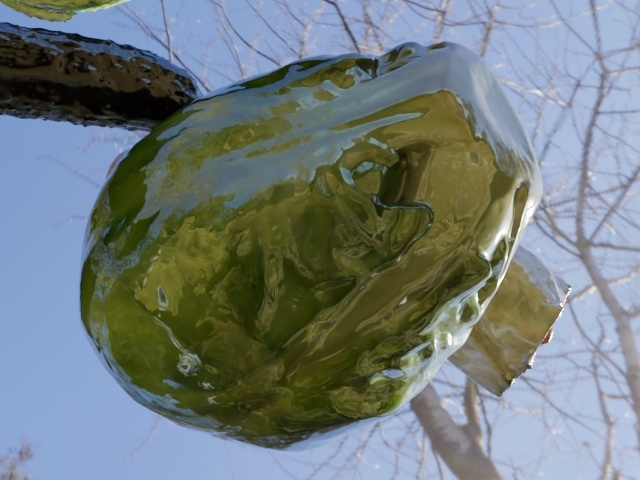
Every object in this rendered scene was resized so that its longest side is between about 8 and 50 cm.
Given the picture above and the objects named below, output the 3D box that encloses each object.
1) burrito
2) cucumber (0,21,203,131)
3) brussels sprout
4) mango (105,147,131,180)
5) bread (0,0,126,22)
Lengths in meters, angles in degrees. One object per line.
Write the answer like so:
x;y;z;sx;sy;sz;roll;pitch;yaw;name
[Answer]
0.066;-0.004;0.773;0.299;0.143;0.105;38;-113;6;burrito
-0.185;-0.103;0.583;0.245;0.067;0.067;-2;-70;-27;cucumber
0.000;0.000;0.551;0.271;0.210;0.219;-32;-50;13;brussels sprout
-0.202;-0.050;1.080;0.089;0.163;0.111;-3;-76;-15;mango
-0.166;-0.309;0.730;0.301;0.045;0.301;-5;-104;19;bread
